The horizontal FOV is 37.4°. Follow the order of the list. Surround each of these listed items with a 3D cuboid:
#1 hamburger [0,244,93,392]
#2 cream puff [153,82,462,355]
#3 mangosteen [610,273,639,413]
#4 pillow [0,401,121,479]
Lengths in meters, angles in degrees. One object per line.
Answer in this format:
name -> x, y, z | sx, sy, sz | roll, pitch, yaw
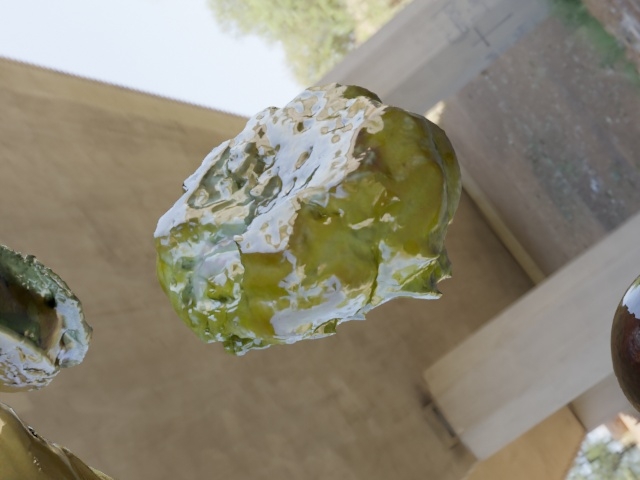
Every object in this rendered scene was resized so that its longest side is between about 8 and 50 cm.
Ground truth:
hamburger -> -0.408, 0.080, 1.049 | 0.284, 0.134, 0.266 | 19, 146, 12
cream puff -> -0.002, 0.001, 0.813 | 0.185, 0.281, 0.282 | 52, -168, -34
mangosteen -> 0.358, 0.095, 0.826 | 0.210, 0.210, 0.210 | 47, -165, -16
pillow -> -0.159, 0.294, 0.606 | 0.312, 0.119, 0.310 | 37, -138, -14
